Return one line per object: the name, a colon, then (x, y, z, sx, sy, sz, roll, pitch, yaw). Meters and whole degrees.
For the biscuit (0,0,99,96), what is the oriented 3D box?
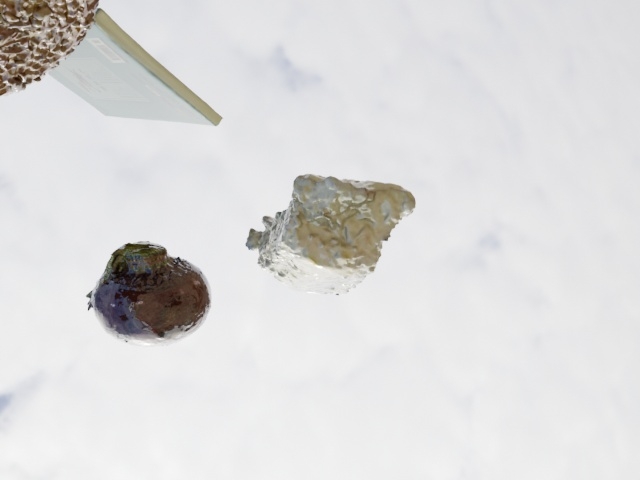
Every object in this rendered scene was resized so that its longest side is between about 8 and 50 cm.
biscuit: (-0.383, -0.231, 0.869, 0.305, 0.305, 0.038, -12, -111, -56)

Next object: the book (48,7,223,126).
book: (-0.359, -0.277, 1.298, 0.264, 0.379, 0.031, 40, -108, -41)

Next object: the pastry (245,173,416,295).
pastry: (0.006, 0.001, 0.754, 0.121, 0.258, 0.089, 6, -99, -13)

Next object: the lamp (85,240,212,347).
lamp: (-0.223, 0.068, 1.048, 0.157, 0.156, 0.135, -8, -71, -32)
